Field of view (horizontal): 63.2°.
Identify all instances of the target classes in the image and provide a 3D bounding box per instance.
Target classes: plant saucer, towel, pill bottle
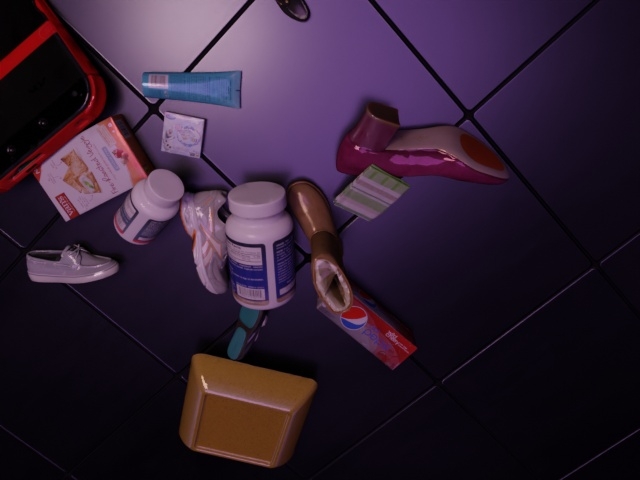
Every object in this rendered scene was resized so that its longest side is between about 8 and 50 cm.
[{"bbox_3d":[-0.205,0.476,1.376,0.332,0.081,0.333,14,120,-5],"label":"plant saucer"},{"bbox_3d":[0.114,-0.106,1.175,0.113,0.023,0.152,24,140,-22],"label":"towel"},{"bbox_3d":[-0.134,0.011,1.175,0.153,0.153,0.265,0,120,1],"label":"pill bottle"},{"bbox_3d":[-0.378,-0.076,1.158,0.108,0.108,0.180,41,132,-13],"label":"pill bottle"}]

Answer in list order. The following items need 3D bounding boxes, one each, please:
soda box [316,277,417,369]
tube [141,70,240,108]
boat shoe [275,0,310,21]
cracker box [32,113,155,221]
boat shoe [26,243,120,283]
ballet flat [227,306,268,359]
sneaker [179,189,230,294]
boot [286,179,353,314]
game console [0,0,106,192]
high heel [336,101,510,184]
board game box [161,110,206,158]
[{"bbox_3d":[0.116,0.200,1.297,0.263,0.083,0.092,40,106,-13],"label":"soda box"},{"bbox_3d":[-0.278,-0.333,1.130,0.207,0.052,0.080,2,115,-5],"label":"tube"},{"bbox_3d":[-0.073,-0.504,1.066,0.049,0.042,0.133,-41,106,12],"label":"boat shoe"},{"bbox_3d":[-0.517,-0.164,1.183,0.232,0.067,0.156,-25,107,10],"label":"cracker box"},{"bbox_3d":[-0.604,0.052,1.257,0.227,0.079,0.081,-2,114,5],"label":"boat shoe"},{"bbox_3d":[-0.176,0.214,1.319,0.074,0.074,0.203,21,110,-7],"label":"ballet flat"},{"bbox_3d":[-0.241,0.004,1.228,0.121,0.099,0.262,-12,111,1],"label":"sneaker"},{"bbox_3d":[0.000,0.000,1.126,0.089,0.269,0.236,-29,108,9],"label":"boot"},{"bbox_3d":[-0.682,-0.325,1.107,0.386,0.060,0.342,-35,91,9],"label":"game console"},{"bbox_3d":[0.228,-0.173,1.171,0.377,0.127,0.181,21,138,-11],"label":"high heel"},{"bbox_3d":[-0.310,-0.239,1.177,0.090,0.020,0.090,11,110,-3],"label":"board game box"}]
